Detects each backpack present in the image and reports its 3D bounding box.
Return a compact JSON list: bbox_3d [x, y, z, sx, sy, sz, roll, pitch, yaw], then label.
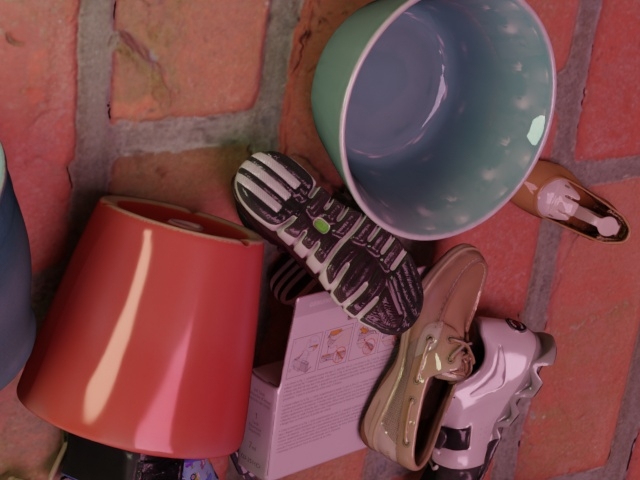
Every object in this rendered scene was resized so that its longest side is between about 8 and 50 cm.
[{"bbox_3d":[-0.210,0.259,1.750,0.173,0.158,0.116,2,96,-47],"label":"backpack"}]

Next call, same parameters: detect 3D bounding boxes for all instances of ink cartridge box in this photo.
[{"bbox_3d":[0.034,0.156,1.854,0.296,0.066,0.261,-11,118,-44],"label":"ink cartridge box"}]

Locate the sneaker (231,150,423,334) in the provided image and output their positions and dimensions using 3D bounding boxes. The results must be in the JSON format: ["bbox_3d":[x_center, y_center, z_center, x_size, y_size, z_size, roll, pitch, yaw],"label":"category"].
[{"bbox_3d":[0.000,0.000,1.721,0.281,0.162,0.106,46,78,-11],"label":"sneaker"}]

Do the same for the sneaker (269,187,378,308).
[{"bbox_3d":[0.047,0.016,1.832,0.229,0.086,0.132,-41,137,2],"label":"sneaker"}]

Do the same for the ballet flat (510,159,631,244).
[{"bbox_3d":[0.353,-0.051,1.980,0.232,0.073,0.080,20,103,-37],"label":"ballet flat"}]

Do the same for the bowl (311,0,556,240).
[{"bbox_3d":[0.111,-0.171,1.697,0.312,0.163,0.311,-14,116,-30],"label":"bowl"}]

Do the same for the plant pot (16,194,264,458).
[{"bbox_3d":[-0.186,0.089,1.616,0.275,0.275,0.243,11,99,-35],"label":"plant pot"}]

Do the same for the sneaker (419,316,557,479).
[{"bbox_3d":[0.190,0.248,2.028,0.146,0.122,0.330,24,102,-20],"label":"sneaker"}]

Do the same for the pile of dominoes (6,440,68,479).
[{"bbox_3d":[-0.338,0.397,1.785,0.196,0.040,0.251,-52,137,-39],"label":"pile of dominoes"}]

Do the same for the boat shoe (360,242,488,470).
[{"bbox_3d":[0.157,0.153,1.857,0.109,0.098,0.302,22,93,-51],"label":"boat shoe"}]

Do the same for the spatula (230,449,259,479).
[{"bbox_3d":[-0.083,0.323,1.853,0.084,0.030,0.296,-25,91,-25],"label":"spatula"}]

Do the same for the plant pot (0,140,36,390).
[{"bbox_3d":[-0.414,0.038,1.446,0.272,0.271,0.255,-30,141,-15],"label":"plant pot"}]
